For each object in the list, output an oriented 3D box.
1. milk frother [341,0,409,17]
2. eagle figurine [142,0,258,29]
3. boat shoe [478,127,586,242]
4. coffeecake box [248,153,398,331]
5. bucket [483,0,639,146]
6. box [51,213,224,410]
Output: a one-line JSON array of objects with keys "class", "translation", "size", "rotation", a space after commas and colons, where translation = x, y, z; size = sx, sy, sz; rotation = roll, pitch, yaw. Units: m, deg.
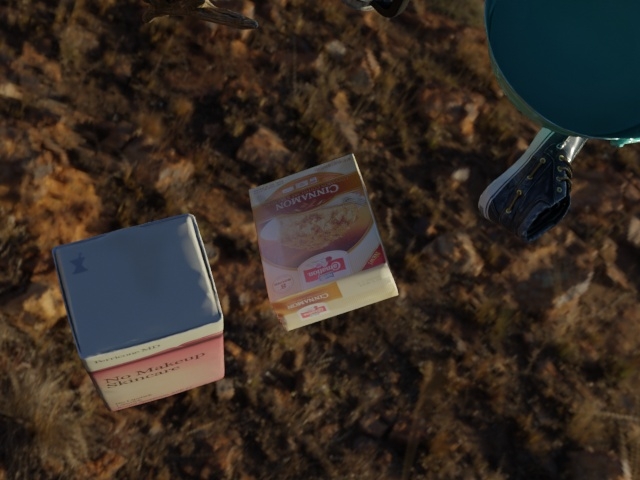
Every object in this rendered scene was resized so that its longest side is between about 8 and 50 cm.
[{"class": "milk frother", "translation": [0.062, -0.402, 1.389], "size": [0.143, 0.135, 0.129], "rotation": [-18, 75, -22]}, {"class": "eagle figurine", "translation": [-0.133, -0.401, 1.080], "size": [0.226, 0.225, 0.298], "rotation": [19, 85, -4]}, {"class": "boat shoe", "translation": [0.282, -0.078, 1.089], "size": [0.083, 0.183, 0.065], "rotation": [43, -1, 41]}, {"class": "coffeecake box", "translation": [0.000, 0.000, 1.097], "size": [0.142, 0.068, 0.185], "rotation": [-19, 49, 5]}, {"class": "bucket", "translation": [0.302, -0.234, 0.953], "size": [0.281, 0.281, 0.183], "rotation": [40, 6, 5]}, {"class": "box", "translation": [-0.191, 0.087, 0.998], "size": [0.149, 0.232, 0.127], "rotation": [-15, 69, -11]}]
